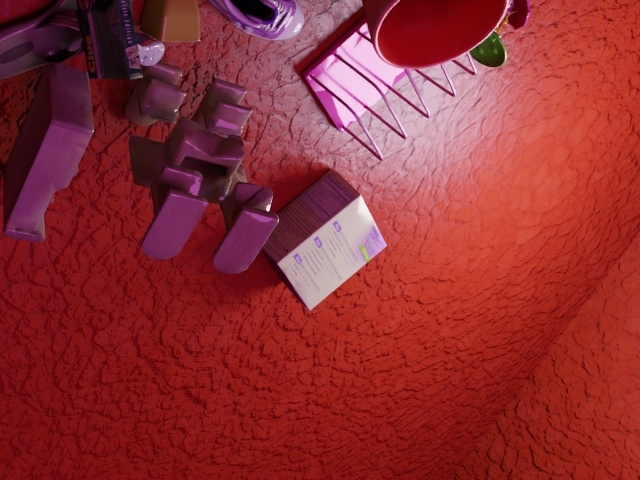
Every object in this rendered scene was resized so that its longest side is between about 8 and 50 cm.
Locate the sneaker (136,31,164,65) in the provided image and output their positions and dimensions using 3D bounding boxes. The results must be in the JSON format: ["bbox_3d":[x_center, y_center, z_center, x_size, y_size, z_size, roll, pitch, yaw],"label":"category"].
[{"bbox_3d":[-0.338,-0.333,1.789,0.061,0.065,0.158,-57,159,20],"label":"sneaker"}]

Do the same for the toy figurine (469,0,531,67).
[{"bbox_3d":[0.394,-0.501,2.318,0.159,0.130,0.173,-47,119,-19],"label":"toy figurine"}]

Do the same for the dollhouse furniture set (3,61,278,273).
[{"bbox_3d":[-0.319,-0.112,1.813,0.394,0.362,0.256,13,130,-29],"label":"dollhouse furniture set"}]

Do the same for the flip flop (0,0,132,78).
[{"bbox_3d":[-0.427,-0.339,1.715,0.277,0.080,0.112,-31,140,-19],"label":"flip flop"}]

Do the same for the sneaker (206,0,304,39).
[{"bbox_3d":[-0.105,-0.408,1.884,0.282,0.161,0.102,15,112,-49],"label":"sneaker"}]

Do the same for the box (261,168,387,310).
[{"bbox_3d":[0.000,0.000,2.378,0.243,0.117,0.213,-39,141,-6],"label":"box"}]

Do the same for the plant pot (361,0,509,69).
[{"bbox_3d":[0.183,-0.497,1.954,0.275,0.243,0.275,-17,154,-8],"label":"plant pot"}]

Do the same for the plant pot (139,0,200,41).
[{"bbox_3d":[-0.259,-0.398,1.821,0.081,0.081,0.083,-8,118,-37],"label":"plant pot"}]

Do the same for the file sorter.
[{"bbox_3d":[0.153,-0.340,2.158,0.290,0.182,0.202,-42,141,-4],"label":"file sorter"}]

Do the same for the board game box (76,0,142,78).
[{"bbox_3d":[-0.341,-0.383,1.630,0.030,0.136,0.260,-19,109,-39],"label":"board game box"}]
